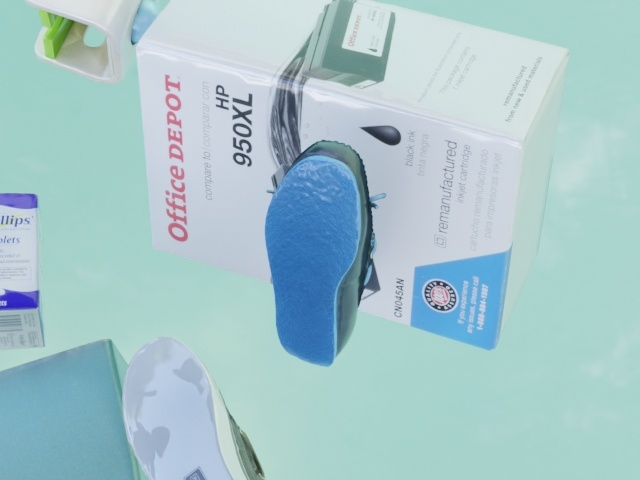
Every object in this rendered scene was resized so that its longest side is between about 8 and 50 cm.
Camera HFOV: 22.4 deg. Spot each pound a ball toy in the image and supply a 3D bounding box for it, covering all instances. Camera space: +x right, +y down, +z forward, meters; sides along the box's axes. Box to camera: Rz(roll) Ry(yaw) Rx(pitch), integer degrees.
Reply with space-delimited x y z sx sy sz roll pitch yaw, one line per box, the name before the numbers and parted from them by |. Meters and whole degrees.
pound a ball toy | -0.197 -0.319 1.780 0.135 0.208 0.319 20 66 6

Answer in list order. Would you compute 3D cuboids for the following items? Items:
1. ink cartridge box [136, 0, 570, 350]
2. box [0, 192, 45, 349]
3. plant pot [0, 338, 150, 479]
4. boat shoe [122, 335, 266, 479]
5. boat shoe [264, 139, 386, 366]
ink cartridge box | 0.027 -0.087 1.635 0.395 0.166 0.285 16 135 15
box | -0.336 0.034 1.744 0.126 0.072 0.137 106 160 -66
plant pot | -0.230 0.242 1.497 0.165 0.166 0.234 -18 70 -3
boat shoe | -0.077 0.177 1.218 0.080 0.076 0.228 -36 60 6
boat shoe | 0.000 0.000 1.456 0.109 0.089 0.258 25 138 11
